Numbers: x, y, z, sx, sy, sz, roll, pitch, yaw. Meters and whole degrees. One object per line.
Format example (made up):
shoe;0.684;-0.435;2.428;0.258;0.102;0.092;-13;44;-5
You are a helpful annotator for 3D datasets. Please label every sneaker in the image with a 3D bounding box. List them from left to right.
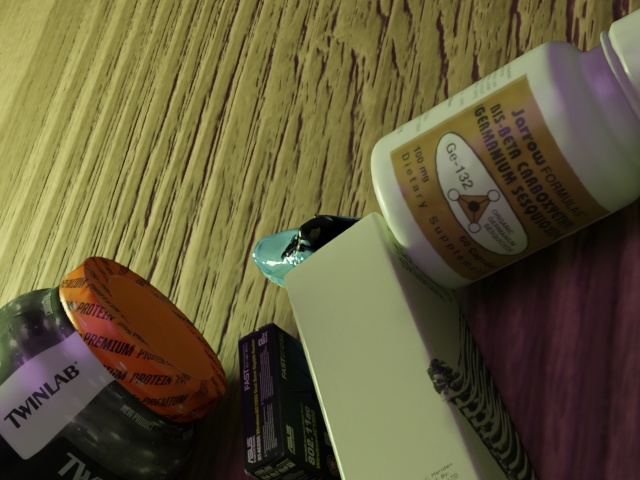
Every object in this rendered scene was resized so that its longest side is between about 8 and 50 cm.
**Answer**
sneaker;0.000;0.000;0.956;0.162;0.073;0.063;-6;57;41

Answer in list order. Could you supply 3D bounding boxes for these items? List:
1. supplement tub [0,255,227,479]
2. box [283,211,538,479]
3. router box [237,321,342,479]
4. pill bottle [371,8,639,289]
supplement tub;-0.252;0.186;0.950;0.338;0.207;0.207;-45;39;9
box;0.066;0.116;0.776;0.094;0.113;0.275;-36;43;17
router box;-0.018;0.135;0.855;0.038;0.092;0.122;-31;44;24
pill bottle;0.162;-0.068;0.808;0.229;0.131;0.131;-29;44;25
